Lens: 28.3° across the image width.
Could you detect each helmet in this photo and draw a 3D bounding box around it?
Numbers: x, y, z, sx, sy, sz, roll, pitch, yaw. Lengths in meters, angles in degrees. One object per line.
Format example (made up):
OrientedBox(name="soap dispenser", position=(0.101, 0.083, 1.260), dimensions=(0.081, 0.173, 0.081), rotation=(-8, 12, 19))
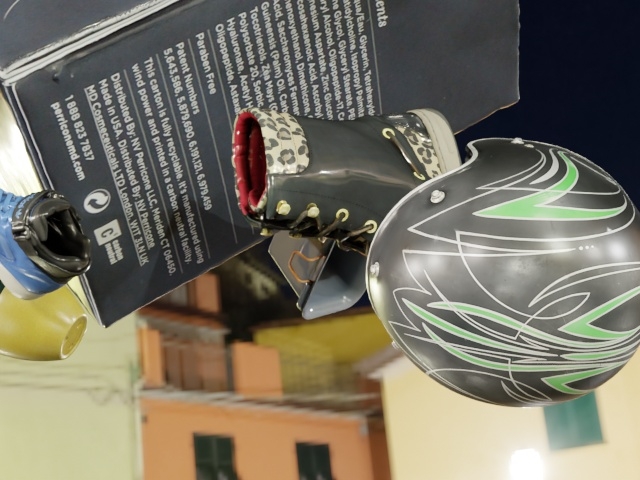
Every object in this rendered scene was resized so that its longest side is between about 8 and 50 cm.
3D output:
OrientedBox(name="helmet", position=(0.119, 0.023, 0.779), dimensions=(0.169, 0.169, 0.161), rotation=(-18, 15, 29))

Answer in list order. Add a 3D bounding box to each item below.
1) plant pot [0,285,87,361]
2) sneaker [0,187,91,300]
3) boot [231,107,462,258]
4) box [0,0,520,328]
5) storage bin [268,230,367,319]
OrientedBox(name="plant pot", position=(-0.372, 0.110, 1.714), dimensions=(0.095, 0.134, 0.134), rotation=(25, -16, 11))
OrientedBox(name="sneaker", position=(-0.226, -0.026, 0.906), dimensions=(0.085, 0.058, 0.152), rotation=(-23, -65, 38))
OrientedBox(name="boot", position=(0.032, 0.002, 0.956), dimensions=(0.179, 0.236, 0.085), rotation=(2, -27, -29))
OrientedBox(name="box", position=(-0.142, -0.249, 1.211), dimensions=(0.472, 0.480, 0.297), rotation=(-30, -43, -18))
OrientedBox(name="storage bin", position=(0.000, 0.000, 1.290), dimensions=(0.098, 0.091, 0.135), rotation=(-14, -39, -39))
